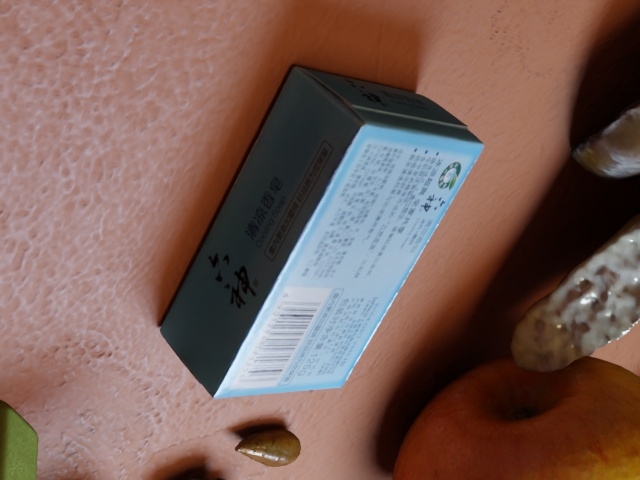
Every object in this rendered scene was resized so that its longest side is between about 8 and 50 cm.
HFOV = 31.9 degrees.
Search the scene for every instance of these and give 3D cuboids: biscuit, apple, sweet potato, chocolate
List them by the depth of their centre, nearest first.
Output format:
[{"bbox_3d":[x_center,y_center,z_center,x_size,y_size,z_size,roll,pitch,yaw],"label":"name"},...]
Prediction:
[{"bbox_3d":[0.350,-0.130,0.984,0.254,0.080,0.157,-37,178,-8],"label":"chocolate"},{"bbox_3d":[-0.042,0.184,0.995,0.034,0.034,0.095,-54,149,12],"label":"sweet potato"},{"bbox_3d":[0.430,-0.062,1.064,0.446,0.104,0.429,-26,166,-42],"label":"biscuit"},{"bbox_3d":[0.216,0.250,1.115,0.299,0.299,0.275,-24,124,-29],"label":"apple"}]

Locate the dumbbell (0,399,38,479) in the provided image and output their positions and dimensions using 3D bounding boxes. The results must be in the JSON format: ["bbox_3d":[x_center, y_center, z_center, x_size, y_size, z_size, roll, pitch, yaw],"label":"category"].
[{"bbox_3d":[-0.208,0.207,0.779,0.108,0.121,0.302,-65,153,-26],"label":"dumbbell"}]

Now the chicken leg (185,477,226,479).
[{"bbox_3d":[-0.126,0.291,0.981,0.196,0.080,0.125,-55,157,14],"label":"chicken leg"}]

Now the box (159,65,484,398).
[{"bbox_3d":[0.000,0.000,0.810,0.142,0.083,0.232,4,121,-48],"label":"box"}]
